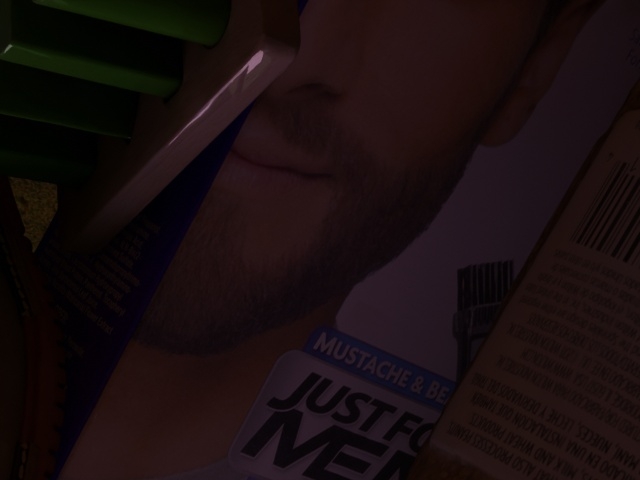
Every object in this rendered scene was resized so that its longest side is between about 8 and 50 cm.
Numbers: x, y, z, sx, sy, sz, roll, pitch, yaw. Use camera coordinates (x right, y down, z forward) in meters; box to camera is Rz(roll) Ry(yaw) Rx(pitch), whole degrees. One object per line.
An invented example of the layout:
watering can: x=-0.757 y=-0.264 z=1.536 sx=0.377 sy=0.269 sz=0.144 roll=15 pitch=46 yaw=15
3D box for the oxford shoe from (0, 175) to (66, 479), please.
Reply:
oxford shoe: x=-0.185 y=0.004 z=0.679 sx=0.123 sy=0.348 sz=0.130 roll=-28 pitch=149 yaw=32

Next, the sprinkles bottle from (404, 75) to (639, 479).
sprinkles bottle: x=0.107 y=0.062 z=0.619 sx=0.121 sy=0.355 sz=0.121 roll=31 pitch=172 yaw=5

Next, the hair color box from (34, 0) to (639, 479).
hair color box: x=0.000 y=0.000 z=0.740 sx=0.185 sy=0.339 sz=0.110 roll=25 pitch=-178 yaw=-35

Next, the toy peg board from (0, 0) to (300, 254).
toy peg board: x=-0.087 y=-0.104 z=0.642 sx=0.079 sy=0.161 sz=0.161 roll=10 pitch=150 yaw=-31
